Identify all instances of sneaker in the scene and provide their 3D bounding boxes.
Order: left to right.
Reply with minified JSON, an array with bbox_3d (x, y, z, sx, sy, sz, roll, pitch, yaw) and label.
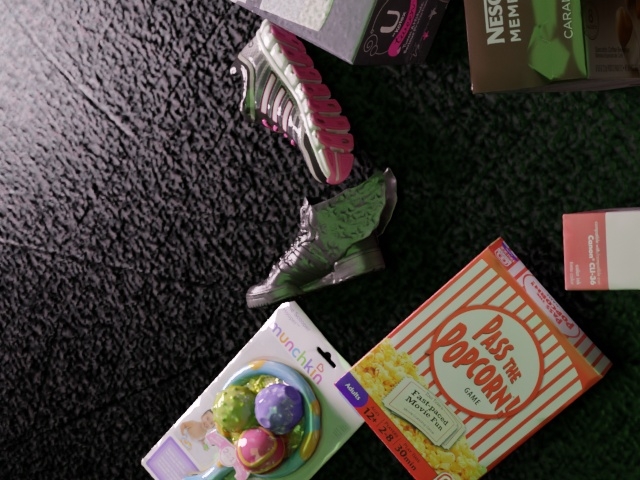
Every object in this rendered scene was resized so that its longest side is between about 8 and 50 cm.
[{"bbox_3d":[-0.030,-0.116,1.795,0.075,0.063,0.170,-36,72,27],"label":"sneaker"},{"bbox_3d":[-0.001,0.000,1.796,0.170,0.051,0.089,-18,85,25],"label":"sneaker"}]

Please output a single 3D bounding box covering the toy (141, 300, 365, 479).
[{"bbox_3d":[-0.069,0.184,1.845,0.137,0.056,0.237,48,115,17],"label":"toy"}]

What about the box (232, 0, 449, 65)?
[{"bbox_3d":[0.039,-0.295,1.692,0.163,0.142,0.247,30,108,24],"label":"box"}]

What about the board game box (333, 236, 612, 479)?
[{"bbox_3d":[0.129,0.115,1.686,0.193,0.045,0.147,-44,85,23],"label":"board game box"}]

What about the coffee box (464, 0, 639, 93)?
[{"bbox_3d":[0.207,-0.190,1.543,0.098,0.246,0.141,-5,91,30],"label":"coffee box"}]

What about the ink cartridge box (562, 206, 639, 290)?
[{"bbox_3d":[0.308,0.005,1.577,0.198,0.115,0.067,-2,92,31],"label":"ink cartridge box"}]
